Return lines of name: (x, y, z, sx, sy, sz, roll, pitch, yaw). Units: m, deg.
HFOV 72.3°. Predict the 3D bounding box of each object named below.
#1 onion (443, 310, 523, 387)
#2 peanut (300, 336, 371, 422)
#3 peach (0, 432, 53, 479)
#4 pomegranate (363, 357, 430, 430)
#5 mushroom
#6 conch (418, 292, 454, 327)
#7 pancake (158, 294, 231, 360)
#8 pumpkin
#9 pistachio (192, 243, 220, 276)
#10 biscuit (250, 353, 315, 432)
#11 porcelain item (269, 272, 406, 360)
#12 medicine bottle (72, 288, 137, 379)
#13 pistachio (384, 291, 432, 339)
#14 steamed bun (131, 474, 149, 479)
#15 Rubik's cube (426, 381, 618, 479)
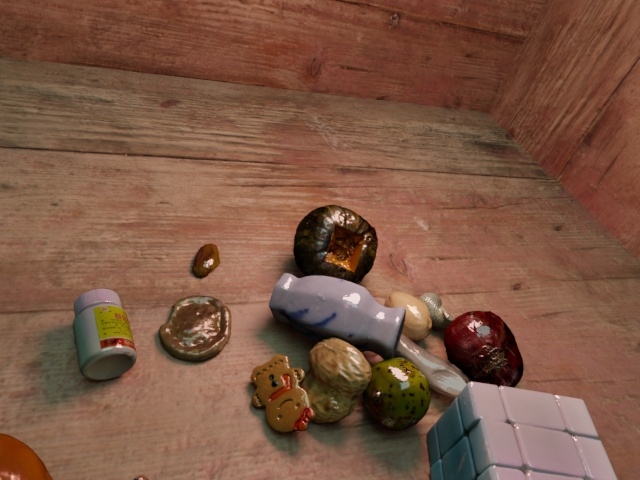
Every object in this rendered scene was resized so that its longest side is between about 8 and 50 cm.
onion: (0.541, 0.362, 1.436, 0.221, 0.281, 0.281, -42, 59, 3)
peanut: (0.032, 0.397, 1.235, 0.197, 0.232, 0.110, 28, 7, 32)
peach: (-0.631, 0.518, 0.751, 0.343, 0.342, 0.301, -13, 47, -31)
pomegranate: (0.221, 0.436, 1.276, 0.199, 0.198, 0.246, 25, 6, 8)
mushroom: (0.322, 0.386, 1.406, 0.351, 0.097, 0.109, 35, 14, 24)
conch: (0.413, 0.261, 1.581, 0.135, 0.102, 0.153, 30, 24, -34)
pancake: (-0.379, 0.261, 1.349, 0.223, 0.042, 0.236, 28, 41, 15)
pumpkin: (0.053, 0.029, 1.570, 0.321, 0.319, 0.192, 1, 0, -18)
pistachio: (-0.399, 0.059, 1.560, 0.090, 0.049, 0.172, 13, 41, -7)
biscuit: (-0.107, 0.427, 1.206, 0.166, 0.036, 0.225, -29, 55, -2)
porcelain item: (0.053, 0.234, 1.374, 0.406, 0.242, 0.178, 17, 61, 17)
medicine bottle: (-0.598, 0.255, 1.204, 0.139, 0.139, 0.225, -11, 48, -29)
pistachio: (0.296, 0.261, 1.522, 0.145, 0.117, 0.200, -43, 52, -8)
steamed bun: (-0.408, 0.596, 0.917, 0.145, 0.106, 0.175, 36, 42, 20)
Rubik's cube: (0.479, 0.582, 1.082, 0.319, 0.321, 0.315, 11, 42, -6)
